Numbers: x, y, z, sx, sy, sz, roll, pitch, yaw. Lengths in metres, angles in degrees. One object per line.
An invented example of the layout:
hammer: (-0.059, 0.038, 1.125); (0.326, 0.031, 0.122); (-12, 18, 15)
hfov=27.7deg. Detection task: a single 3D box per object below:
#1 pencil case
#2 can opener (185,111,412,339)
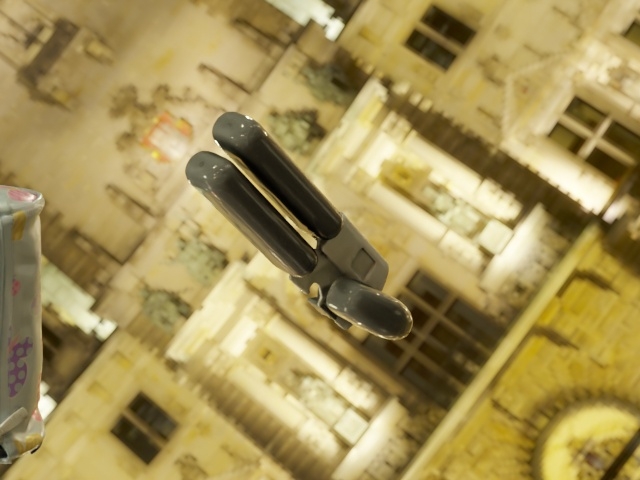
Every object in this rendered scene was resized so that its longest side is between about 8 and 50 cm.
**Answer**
pencil case: (-0.325, 0.080, 1.263); (0.124, 0.113, 0.273); (-120, 32, -74)
can opener: (0.000, 0.000, 1.069); (0.076, 0.095, 0.283); (-56, -37, -10)
